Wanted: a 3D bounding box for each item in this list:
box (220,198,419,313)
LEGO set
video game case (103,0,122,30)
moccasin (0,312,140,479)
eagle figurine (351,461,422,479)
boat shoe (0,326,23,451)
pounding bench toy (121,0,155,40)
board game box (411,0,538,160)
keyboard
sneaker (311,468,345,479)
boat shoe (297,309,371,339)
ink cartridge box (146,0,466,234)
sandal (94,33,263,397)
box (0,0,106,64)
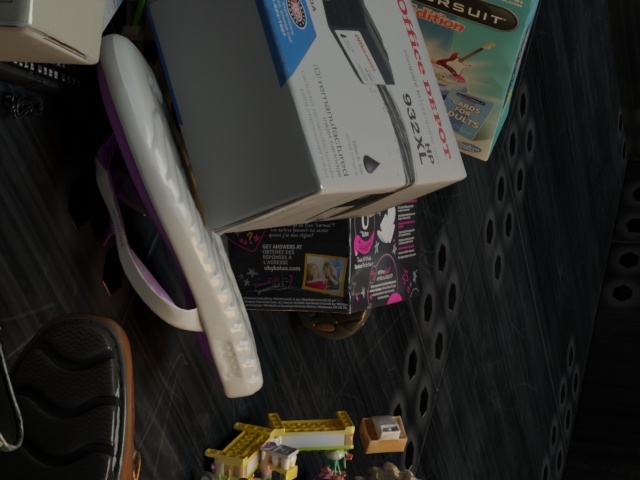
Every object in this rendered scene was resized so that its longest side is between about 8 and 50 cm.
[{"bbox_3d":[0.000,0.000,1.941,0.247,0.163,0.142,-6,97,-70],"label":"box"},{"bbox_3d":[-0.033,0.266,1.945,0.287,0.132,0.107,-15,115,-46],"label":"LEGO set"},{"bbox_3d":[-0.200,-0.276,1.511,0.143,0.019,0.157,-69,150,-49],"label":"video game case"},{"bbox_3d":[-0.206,0.248,1.447,0.147,0.139,0.380,-18,108,-76],"label":"moccasin"},{"bbox_3d":[0.006,0.408,1.931,0.298,0.225,0.226,121,-22,-50],"label":"eagle figurine"},{"bbox_3d":[-0.274,0.071,1.314,0.078,0.070,0.219,-64,151,-47],"label":"boat shoe"},{"bbox_3d":[-0.157,-0.219,1.618,0.083,0.052,0.065,-19,112,-69],"label":"pounding bench toy"},{"bbox_3d":[0.099,-0.240,1.895,0.336,0.253,0.079,96,16,-63],"label":"board game box"},{"bbox_3d":[-0.238,-0.152,1.448,0.180,0.023,0.108,14,81,-70],"label":"keyboard"},{"bbox_3d":[-0.005,0.338,2.126,0.319,0.112,0.131,47,27,-62],"label":"sneaker"},{"bbox_3d":[0.036,-0.043,2.129,0.120,0.122,0.324,-4,106,-76],"label":"boat shoe"},{"bbox_3d":[-0.005,-0.137,1.652,0.307,0.129,0.223,-8,80,-61],"label":"ink cartridge box"},{"bbox_3d":[-0.147,0.005,1.593,0.169,0.102,0.416,-109,179,-52],"label":"sandal"},{"bbox_3d":[-0.229,-0.292,1.265,0.121,0.148,0.311,22,74,-70],"label":"box"}]
